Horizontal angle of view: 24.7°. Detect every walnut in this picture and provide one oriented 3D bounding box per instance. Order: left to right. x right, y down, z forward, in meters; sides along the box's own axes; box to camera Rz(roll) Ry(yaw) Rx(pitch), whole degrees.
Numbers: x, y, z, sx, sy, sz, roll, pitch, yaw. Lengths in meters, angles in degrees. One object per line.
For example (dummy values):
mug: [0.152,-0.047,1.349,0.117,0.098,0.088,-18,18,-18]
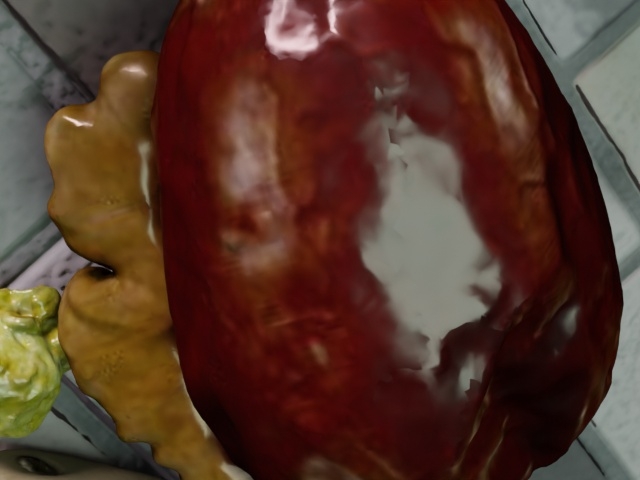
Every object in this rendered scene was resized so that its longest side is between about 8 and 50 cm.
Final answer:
walnut: [0.000,0.000,0.640,0.244,0.222,0.269,-13,108,17]

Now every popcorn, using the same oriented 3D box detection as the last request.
popcorn: [-0.140,0.055,0.672,0.083,0.059,0.068,-11,90,-48]

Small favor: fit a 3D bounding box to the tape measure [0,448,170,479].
tape measure: [-0.036,0.205,0.687,0.271,0.231,0.133,24,101,-33]
